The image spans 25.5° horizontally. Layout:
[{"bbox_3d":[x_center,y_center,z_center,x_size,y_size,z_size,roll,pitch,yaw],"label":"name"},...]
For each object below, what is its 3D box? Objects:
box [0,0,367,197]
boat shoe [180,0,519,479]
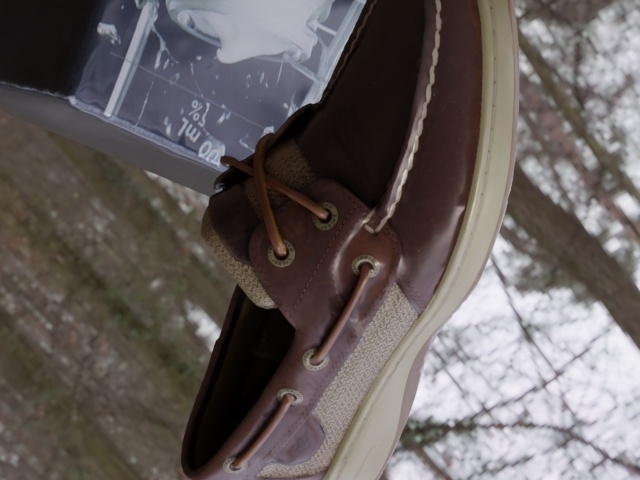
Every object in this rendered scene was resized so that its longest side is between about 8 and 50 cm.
[{"bbox_3d":[-0.069,-0.288,1.316,0.297,0.480,0.471,17,-93,43],"label":"box"},{"bbox_3d":[0.000,0.000,0.728,0.123,0.123,0.342,-114,-146,-47],"label":"boat shoe"}]
